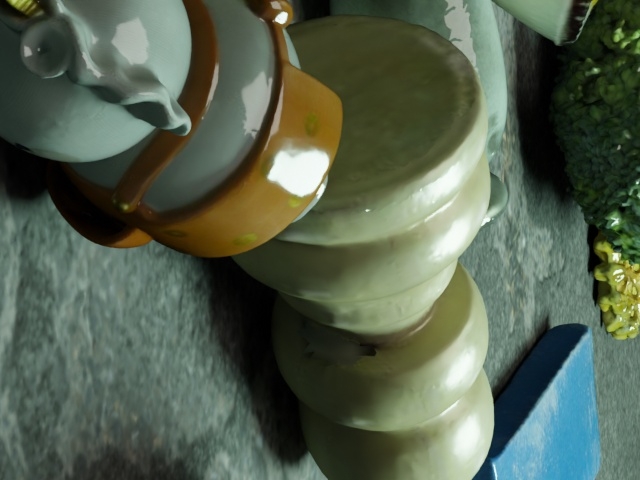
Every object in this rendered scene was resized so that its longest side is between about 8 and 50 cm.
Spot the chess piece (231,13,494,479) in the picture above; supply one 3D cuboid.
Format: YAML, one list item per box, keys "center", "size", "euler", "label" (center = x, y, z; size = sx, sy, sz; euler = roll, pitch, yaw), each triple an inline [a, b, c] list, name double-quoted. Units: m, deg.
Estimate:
- center: [0.034, 0.034, 1.087]
  size: [0.167, 0.167, 0.300]
  euler: [-69, 153, -42]
  label: "chess piece"

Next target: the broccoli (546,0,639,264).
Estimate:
- center: [0.333, -0.133, 1.684]
  size: [0.249, 0.302, 0.375]
  euler: [49, 32, 2]
  label: "broccoli"

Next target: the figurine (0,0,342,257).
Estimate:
- center: [-0.079, -0.078, 0.829]
  size: [0.271, 0.143, 0.143]
  euler: [58, 38, -55]
  label: "figurine"

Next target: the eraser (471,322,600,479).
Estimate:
- center: [0.178, 0.186, 1.581]
  size: [0.312, 0.042, 0.144]
  euler: [-41, 126, -62]
  label: "eraser"

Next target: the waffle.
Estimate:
- center: [0.310, 0.009, 1.913]
  size: [0.191, 0.038, 0.191]
  euler: [-1, 90, -68]
  label: "waffle"

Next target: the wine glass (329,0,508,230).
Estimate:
- center: [0.063, -0.104, 1.206]
  size: [0.111, 0.111, 0.204]
  euler: [-56, 143, -54]
  label: "wine glass"

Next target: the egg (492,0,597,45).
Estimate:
- center: [0.138, -0.313, 1.274]
  size: [0.337, 0.201, 0.337]
  euler: [21, 90, -84]
  label: "egg"
